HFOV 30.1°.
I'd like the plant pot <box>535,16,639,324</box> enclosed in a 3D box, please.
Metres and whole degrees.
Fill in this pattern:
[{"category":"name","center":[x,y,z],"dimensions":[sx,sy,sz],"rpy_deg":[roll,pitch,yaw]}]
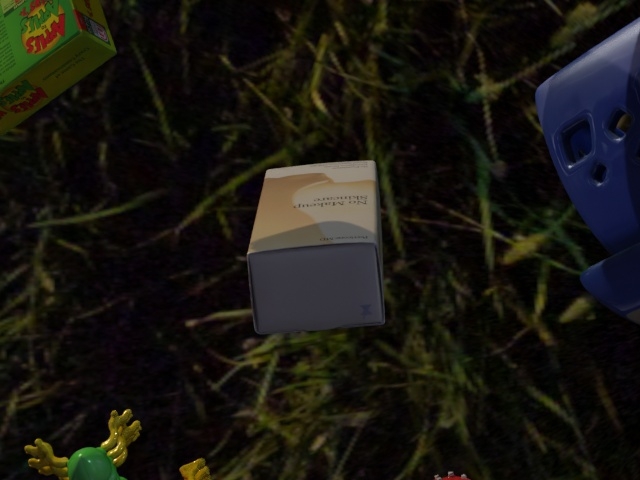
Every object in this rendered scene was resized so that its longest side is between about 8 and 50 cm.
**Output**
[{"category":"plant pot","center":[0.326,-0.042,0.894],"dimensions":[0.236,0.236,0.212],"rpy_deg":[-31,49,41]}]

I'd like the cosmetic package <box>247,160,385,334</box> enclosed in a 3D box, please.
[{"category":"cosmetic package","center":[0.000,0.000,0.563],"dimensions":[0.060,0.115,0.041],"rpy_deg":[-5,111,3]}]

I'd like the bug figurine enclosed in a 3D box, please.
[{"category":"bug figurine","center":[-0.223,0.251,0.986],"dimensions":[0.279,0.216,0.072],"rpy_deg":[-23,50,-6]}]

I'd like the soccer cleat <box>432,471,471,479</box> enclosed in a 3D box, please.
[{"category":"soccer cleat","center":[0.097,0.222,1.018],"dimensions":[0.083,0.029,0.036],"rpy_deg":[-15,96,27]}]

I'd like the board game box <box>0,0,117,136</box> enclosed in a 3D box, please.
[{"category":"board game box","center":[-0.251,-0.141,0.934],"dimensions":[0.181,0.043,0.092],"rpy_deg":[-31,63,19]}]
